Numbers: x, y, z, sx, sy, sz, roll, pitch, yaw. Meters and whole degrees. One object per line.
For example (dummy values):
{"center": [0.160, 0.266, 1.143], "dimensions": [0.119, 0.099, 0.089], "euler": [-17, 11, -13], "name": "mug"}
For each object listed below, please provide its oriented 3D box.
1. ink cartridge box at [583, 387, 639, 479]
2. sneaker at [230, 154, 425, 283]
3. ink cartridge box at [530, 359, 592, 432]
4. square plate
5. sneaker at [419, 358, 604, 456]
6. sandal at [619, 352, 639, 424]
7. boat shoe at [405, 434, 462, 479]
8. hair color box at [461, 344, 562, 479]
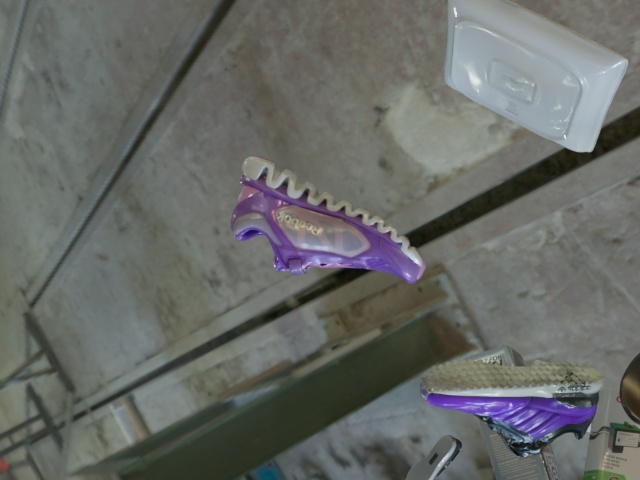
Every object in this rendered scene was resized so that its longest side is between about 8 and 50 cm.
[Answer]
{"center": [0.628, 0.421, 1.850], "dimensions": [0.160, 0.219, 0.092], "euler": [13, 163, 1], "name": "ink cartridge box"}
{"center": [0.000, 0.000, 1.027], "dimensions": [0.236, 0.104, 0.095], "euler": [26, 172, 8], "name": "sneaker"}
{"center": [0.607, 0.373, 2.128], "dimensions": [0.225, 0.056, 0.181], "euler": [9, 140, 44], "name": "ink cartridge box"}
{"center": [0.373, -0.308, 1.718], "dimensions": [0.347, 0.049, 0.344], "euler": [31, 164, 16], "name": "square plate"}
{"center": [0.297, 0.271, 1.440], "dimensions": [0.102, 0.293, 0.146], "euler": [-115, 29, -72], "name": "sneaker"}
{"center": [0.616, 0.209, 1.634], "dimensions": [0.097, 0.254, 0.054], "euler": [32, 175, 19], "name": "sandal"}
{"center": [0.221, 0.435, 1.777], "dimensions": [0.142, 0.040, 0.049], "euler": [-52, 42, 16], "name": "boat shoe"}
{"center": [0.432, 0.432, 2.018], "dimensions": [0.185, 0.114, 0.374], "euler": [33, -141, -64], "name": "hair color box"}
